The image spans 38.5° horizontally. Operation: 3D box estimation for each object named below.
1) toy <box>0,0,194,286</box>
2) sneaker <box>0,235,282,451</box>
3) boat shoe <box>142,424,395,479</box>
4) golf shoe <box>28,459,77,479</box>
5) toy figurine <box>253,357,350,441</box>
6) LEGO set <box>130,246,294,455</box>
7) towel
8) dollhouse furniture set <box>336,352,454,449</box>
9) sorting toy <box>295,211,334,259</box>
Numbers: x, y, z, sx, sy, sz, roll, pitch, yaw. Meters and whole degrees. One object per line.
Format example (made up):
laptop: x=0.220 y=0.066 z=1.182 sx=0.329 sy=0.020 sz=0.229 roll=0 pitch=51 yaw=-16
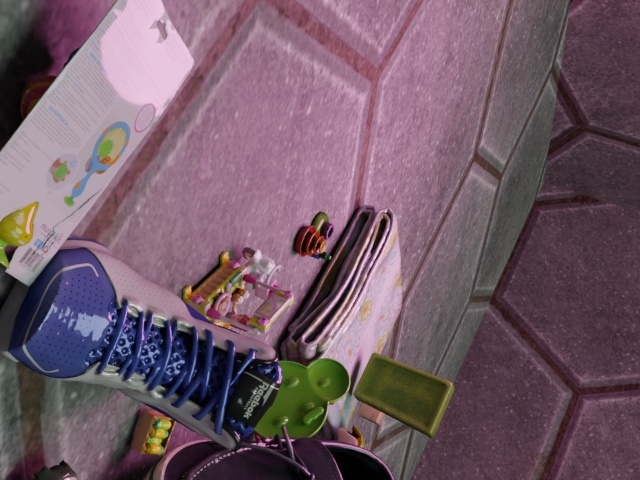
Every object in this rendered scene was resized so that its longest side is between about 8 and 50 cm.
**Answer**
toy: x=-0.200 y=-0.089 z=0.714 sx=0.237 sy=0.056 sz=0.137 roll=-60 pitch=163 yaw=-13
sneaker: x=-0.137 y=0.103 z=0.859 sx=0.127 sy=0.182 sz=0.315 roll=-67 pitch=152 yaw=-10
boat shoe: x=-0.049 y=0.334 z=1.195 sx=0.500 sy=0.156 sz=0.187 roll=23 pitch=43 yaw=-58
golf shoe: x=-0.266 y=0.350 z=0.887 sx=0.105 sy=0.120 sz=0.273 roll=-1 pitch=109 yaw=-68
toy figurine: x=-0.044 y=0.266 z=1.409 sx=0.173 sy=0.130 sz=0.159 roll=-26 pitch=155 yaw=-22
LEGO set: x=-0.117 y=0.128 z=1.083 sx=0.287 sy=0.107 sz=0.132 roll=-59 pitch=158 yaw=-29
towel: x=0.054 y=0.156 z=1.610 sx=0.321 sy=0.090 sz=0.374 roll=-58 pitch=159 yaw=-27
dollhouse furniture set: x=0.112 y=0.374 z=1.625 sx=0.302 sy=0.151 sz=0.197 roll=-64 pitch=162 yaw=-12
sorting toy: x=0.000 y=0.000 z=1.372 sx=0.102 sy=0.042 sz=0.061 roll=-41 pitch=146 yaw=-55
